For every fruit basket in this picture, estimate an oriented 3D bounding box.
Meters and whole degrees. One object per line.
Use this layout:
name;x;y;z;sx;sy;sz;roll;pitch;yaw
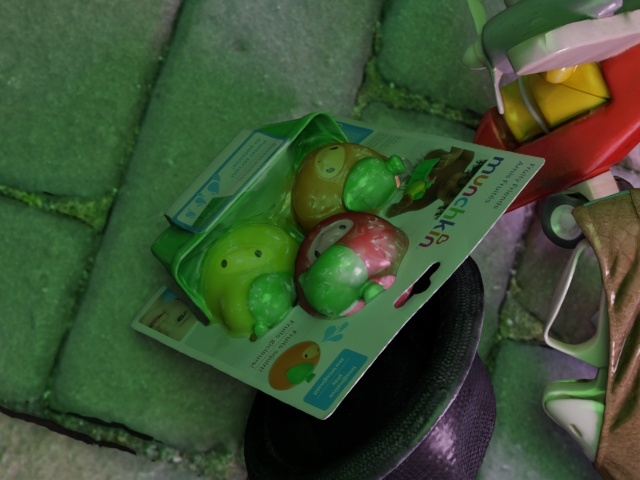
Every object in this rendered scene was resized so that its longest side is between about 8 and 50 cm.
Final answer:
fruit basket;0.000;0.000;1.640;0.327;0.353;0.165;-48;118;-16

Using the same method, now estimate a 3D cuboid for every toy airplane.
toy airplane;0.302;-0.209;1.714;0.384;0.386;0.272;-37;74;-14

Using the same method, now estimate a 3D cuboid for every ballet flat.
ballet flat;0.281;0.115;1.671;0.124;0.116;0.342;1;107;3

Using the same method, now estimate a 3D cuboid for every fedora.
fedora;0.077;0.161;1.655;0.152;0.334;0.334;43;71;-24

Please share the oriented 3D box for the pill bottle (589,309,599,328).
pill bottle;0.377;0.119;1.766;0.112;0.112;0.187;-42;82;-16
